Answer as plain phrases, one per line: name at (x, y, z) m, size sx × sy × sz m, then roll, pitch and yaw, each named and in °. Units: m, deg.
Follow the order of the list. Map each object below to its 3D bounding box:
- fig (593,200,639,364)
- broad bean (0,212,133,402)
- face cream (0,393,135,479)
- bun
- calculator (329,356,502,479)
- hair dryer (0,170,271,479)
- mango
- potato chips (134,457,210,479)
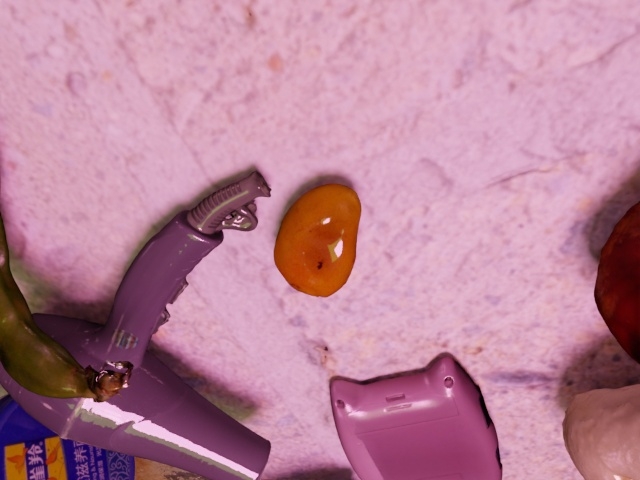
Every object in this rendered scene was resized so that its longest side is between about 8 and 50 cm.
fig at (0.363, 0.039, 0.430) m, size 0.249 × 0.186 × 0.204 m, roll 21°, pitch 105°, yaw -19°
broad bean at (-0.276, 0.026, 0.479) m, size 0.144 × 0.049 × 0.292 m, roll -30°, pitch 87°, yaw 27°
face cream at (-0.325, 0.272, 0.609) m, size 0.111 × 0.206 × 0.206 m, roll -23°, pitch 120°, yaw 19°
bun at (0.378, 0.216, 0.505) m, size 0.259 × 0.160 × 0.259 m, roll 0°, pitch 156°, yaw 0°
calculator at (0.129, 0.270, 0.678) m, size 0.194 × 0.043 × 0.294 m, roll -16°, pitch 123°, yaw 13°
hair dryer at (-0.134, 0.089, 0.536) m, size 0.301 × 0.121 × 0.361 m, roll 30°, pitch 113°, yaw -8°
mango at (0.000, 0.000, 0.492) m, size 0.080 × 0.060 × 0.114 m, roll 30°, pitch 123°, yaw 0°
potato chips at (-0.178, 0.331, 0.752) m, size 0.202 × 0.029 × 0.220 m, roll -35°, pitch 113°, yaw 24°
